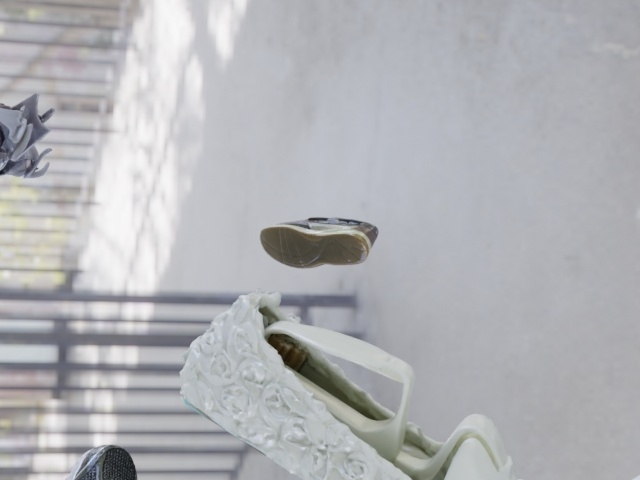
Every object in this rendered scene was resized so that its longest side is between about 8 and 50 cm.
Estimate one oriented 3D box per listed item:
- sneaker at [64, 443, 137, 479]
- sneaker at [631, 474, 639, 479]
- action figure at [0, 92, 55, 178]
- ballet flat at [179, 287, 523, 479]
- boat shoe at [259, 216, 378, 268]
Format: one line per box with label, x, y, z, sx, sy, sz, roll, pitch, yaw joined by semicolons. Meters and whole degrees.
sneaker;-0.154;0.232;1.214;0.077;0.072;0.178;-35;41;32
sneaker;0.357;0.340;1.582;0.323;0.236;0.130;12;119;52
action figure;-0.339;-0.065;1.313;0.185;0.285;0.099;-39;67;35
ballet flat;0.065;0.178;1.329;0.147;0.409;0.147;-56;-8;-12
boat shoe;0.000;0.000;1.829;0.152;0.049;0.056;6;121;34
